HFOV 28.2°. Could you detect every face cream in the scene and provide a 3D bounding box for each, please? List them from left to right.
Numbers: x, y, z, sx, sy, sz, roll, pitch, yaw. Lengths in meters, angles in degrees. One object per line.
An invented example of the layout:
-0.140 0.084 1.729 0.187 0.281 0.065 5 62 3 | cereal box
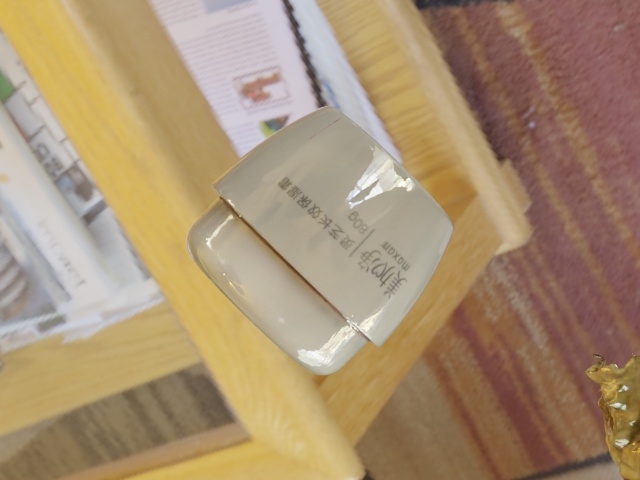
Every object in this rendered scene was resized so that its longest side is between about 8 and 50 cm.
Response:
0.000 0.000 0.637 0.117 0.117 0.104 44 88 0 | face cream

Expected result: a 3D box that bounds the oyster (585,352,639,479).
0.373 0.165 0.991 0.336 0.197 0.133 4 83 32 | oyster
